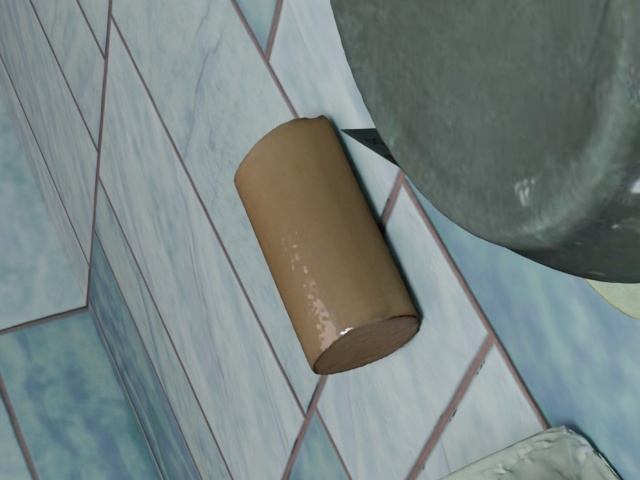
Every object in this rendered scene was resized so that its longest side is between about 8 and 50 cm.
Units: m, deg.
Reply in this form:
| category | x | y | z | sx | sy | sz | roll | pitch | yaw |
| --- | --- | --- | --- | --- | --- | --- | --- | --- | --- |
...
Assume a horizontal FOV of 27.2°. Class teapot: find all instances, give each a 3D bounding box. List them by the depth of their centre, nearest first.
| category | x | y | z | sx | sy | sz | roll | pitch | yaw |
| --- | --- | --- | --- | --- | --- | --- | --- | --- | --- |
| teapot | 0.183 | -0.155 | 0.517 | 0.300 | 0.344 | 0.253 | 63 | 154 | 26 |

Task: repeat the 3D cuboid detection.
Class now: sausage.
| category | x | y | z | sx | sy | sz | roll | pitch | yaw |
| --- | --- | --- | --- | --- | --- | --- | --- | --- | --- |
| sausage | 0.000 | 0.000 | 1.348 | 0.252 | 0.123 | 0.123 | 66 | 157 | 20 |

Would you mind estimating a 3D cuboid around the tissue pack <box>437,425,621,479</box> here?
| category | x | y | z | sx | sy | sz | roll | pitch | yaw |
| --- | --- | --- | --- | --- | --- | --- | --- | --- | --- |
| tissue pack | 0.114 | 0.378 | 1.102 | 0.207 | 0.297 | 0.380 | 52 | 148 | 39 |

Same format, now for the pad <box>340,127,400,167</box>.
| category | x | y | z | sx | sy | sz | roll | pitch | yaw |
| --- | --- | --- | --- | --- | --- | --- | --- | --- | --- |
| pad | 0.129 | -0.045 | 1.004 | 0.006 | 0.170 | 0.245 | -62 | 23 | -8 |

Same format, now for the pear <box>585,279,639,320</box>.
| category | x | y | z | sx | sy | sz | roll | pitch | yaw |
| --- | --- | --- | --- | --- | --- | --- | --- | --- | --- |
| pear | 0.222 | -0.021 | 0.838 | 0.141 | 0.104 | 0.141 | 38 | 155 | 22 |
